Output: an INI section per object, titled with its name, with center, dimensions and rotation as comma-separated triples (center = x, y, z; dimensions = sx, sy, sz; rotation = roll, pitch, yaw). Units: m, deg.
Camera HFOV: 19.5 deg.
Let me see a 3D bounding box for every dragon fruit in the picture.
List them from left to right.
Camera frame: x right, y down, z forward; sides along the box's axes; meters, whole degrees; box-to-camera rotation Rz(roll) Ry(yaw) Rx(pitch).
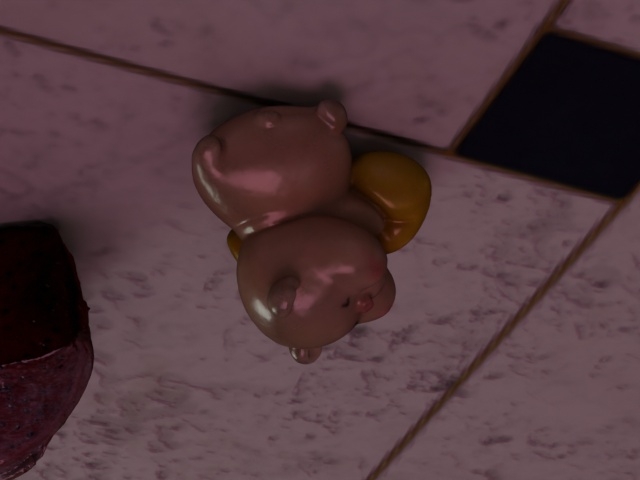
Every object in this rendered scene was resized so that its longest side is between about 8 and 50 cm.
[dragon fruit]
center = -0.162, 0.056, 0.821
dimensions = 0.147, 0.102, 0.096
rotation = -10, 145, 6

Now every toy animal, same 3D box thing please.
[toy animal]
center = 0.000, 0.000, 0.751
dimensions = 0.091, 0.082, 0.114
rotation = -9, 142, 9
